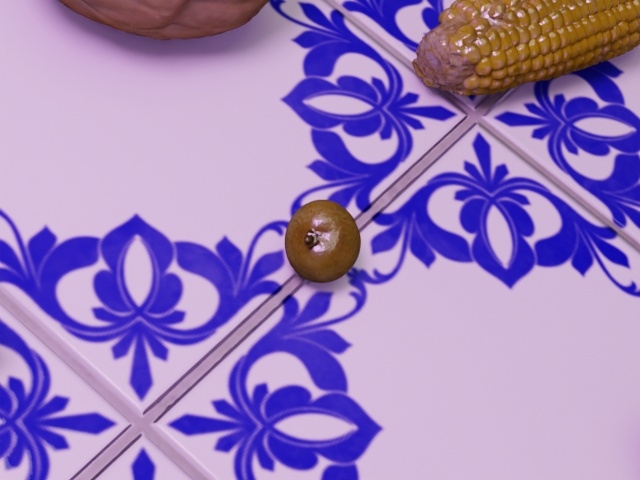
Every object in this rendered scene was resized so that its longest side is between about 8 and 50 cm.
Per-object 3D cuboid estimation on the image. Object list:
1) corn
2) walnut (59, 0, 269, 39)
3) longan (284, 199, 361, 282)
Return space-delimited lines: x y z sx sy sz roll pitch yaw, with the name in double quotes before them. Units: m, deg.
"corn" 0.251 -0.238 1.371 0.347 0.130 0.130 -23 67 -28
"walnut" -0.163 -0.338 1.230 0.285 0.285 0.296 -4 96 -20
"longan" 0.000 0.000 1.164 0.075 0.083 0.075 -2 81 15
